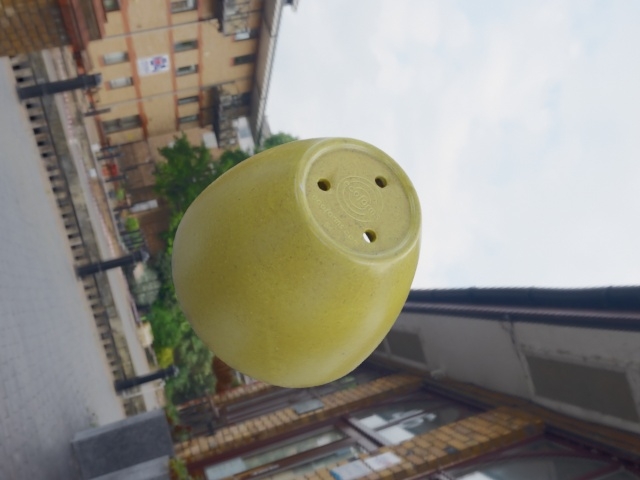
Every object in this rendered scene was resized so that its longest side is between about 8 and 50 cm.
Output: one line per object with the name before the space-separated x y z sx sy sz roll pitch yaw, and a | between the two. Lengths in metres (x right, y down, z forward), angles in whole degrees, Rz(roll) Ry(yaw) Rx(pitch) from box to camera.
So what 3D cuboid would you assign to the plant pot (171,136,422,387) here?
plant pot | 0.000 0.000 0.375 0.095 0.134 0.134 -44 -120 54
